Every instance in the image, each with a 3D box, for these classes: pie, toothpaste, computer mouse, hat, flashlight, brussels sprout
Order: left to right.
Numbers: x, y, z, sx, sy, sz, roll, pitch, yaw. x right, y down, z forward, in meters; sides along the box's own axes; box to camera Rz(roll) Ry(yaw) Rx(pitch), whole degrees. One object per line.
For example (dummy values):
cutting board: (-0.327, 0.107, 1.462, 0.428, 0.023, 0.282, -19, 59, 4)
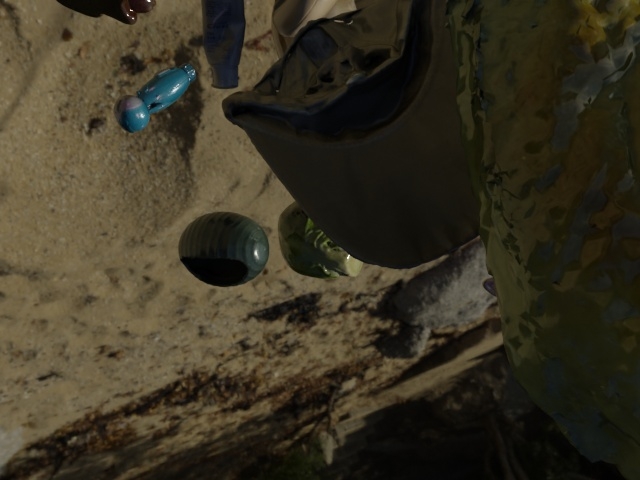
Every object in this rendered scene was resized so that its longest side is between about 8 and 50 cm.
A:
flashlight: (-0.223, -0.195, 0.814, 0.129, 0.051, 0.051, -43, 171, -24)
toothpaste: (-0.190, -0.433, 1.171, 0.096, 0.266, 0.061, 11, -149, 13)
computer mouse: (-0.003, -0.435, 0.978, 0.081, 0.237, 0.145, 27, 157, -25)
brussels sprout: (0.000, 0.000, 1.698, 0.219, 0.271, 0.210, -34, 144, -36)
hat: (0.049, -0.103, 0.530, 0.214, 0.245, 0.149, -31, -177, 5)
pie: (0.280, -0.029, 0.382, 0.417, 0.396, 0.180, 3, 168, -8)

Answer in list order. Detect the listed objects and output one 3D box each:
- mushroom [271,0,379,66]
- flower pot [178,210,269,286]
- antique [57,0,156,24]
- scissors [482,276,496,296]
mushroom: (0.053, -0.413, 1.220, 0.289, 0.298, 0.297, -17, 163, 6)
flower pot: (-0.240, 0.020, 1.495, 0.242, 0.157, 0.189, -1, 140, 27)
antique: (-0.561, -0.663, 1.573, 0.256, 0.144, 0.121, 15, 149, 4)
scissors: (0.397, 0.121, 0.885, 0.160, 0.317, 0.024, -55, 175, 12)
